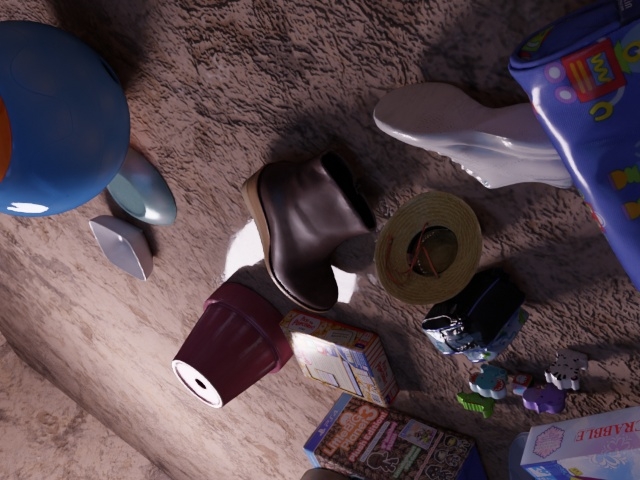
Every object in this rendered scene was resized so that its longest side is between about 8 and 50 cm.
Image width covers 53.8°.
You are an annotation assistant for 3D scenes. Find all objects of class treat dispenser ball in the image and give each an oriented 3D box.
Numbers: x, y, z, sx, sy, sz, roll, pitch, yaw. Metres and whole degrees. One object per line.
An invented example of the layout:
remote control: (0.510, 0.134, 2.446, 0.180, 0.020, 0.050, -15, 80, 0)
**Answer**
treat dispenser ball: (-0.435, -0.179, 0.951, 0.288, 0.288, 0.288, 28, 144, 22)

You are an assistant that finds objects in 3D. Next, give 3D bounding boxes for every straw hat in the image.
straw hat: (0.141, 0.014, 0.761, 0.144, 0.145, 0.061, 9, 175, 41)

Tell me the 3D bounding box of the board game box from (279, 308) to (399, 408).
board game box: (0.032, 0.206, 1.111, 0.193, 0.045, 0.147, 12, 136, 39)

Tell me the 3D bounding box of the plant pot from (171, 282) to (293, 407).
plant pot: (-0.178, 0.212, 1.218, 0.201, 0.180, 0.201, 28, 143, 23)

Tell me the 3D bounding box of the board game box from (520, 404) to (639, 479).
board game box: (0.455, 0.306, 0.707, 0.318, 0.066, 0.318, 42, 142, -8)

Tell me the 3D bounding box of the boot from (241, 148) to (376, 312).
boot: (0.000, 0.000, 0.870, 0.206, 0.090, 0.248, -6, 120, 52)

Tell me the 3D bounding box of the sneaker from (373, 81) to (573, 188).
sneaker: (0.151, -0.093, 0.629, 0.212, 0.080, 0.094, 19, 152, 30)

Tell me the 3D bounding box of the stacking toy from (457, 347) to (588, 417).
stacking toy: (0.264, 0.205, 0.858, 0.221, 0.052, 0.167, 10, 134, 41)

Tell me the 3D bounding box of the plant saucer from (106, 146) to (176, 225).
plant saucer: (-0.355, -0.096, 1.191, 0.195, 0.037, 0.195, 27, 144, 22)

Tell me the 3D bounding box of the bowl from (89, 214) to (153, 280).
bowl: (-0.421, 0.008, 1.363, 0.142, 0.053, 0.142, 22, 141, 28)

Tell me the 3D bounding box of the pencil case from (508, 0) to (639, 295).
pencil case: (0.273, -0.056, 0.496, 0.133, 0.119, 0.306, -29, 107, 23)

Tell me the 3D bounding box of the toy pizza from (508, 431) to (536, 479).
toy pizza: (0.337, 0.377, 0.916, 0.201, 0.032, 0.201, 169, 90, -78)

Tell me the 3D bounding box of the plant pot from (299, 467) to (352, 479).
plant pot: (0.024, 0.623, 1.116, 0.323, 0.280, 0.323, 27, 145, 21)

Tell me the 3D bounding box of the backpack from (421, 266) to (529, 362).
backpack: (0.186, 0.097, 0.771, 0.084, 0.105, 0.114, 49, 152, -7)

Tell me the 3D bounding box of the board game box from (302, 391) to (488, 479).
board game box: (0.150, 0.443, 1.164, 0.291, 0.141, 0.232, 9, 134, 41)
